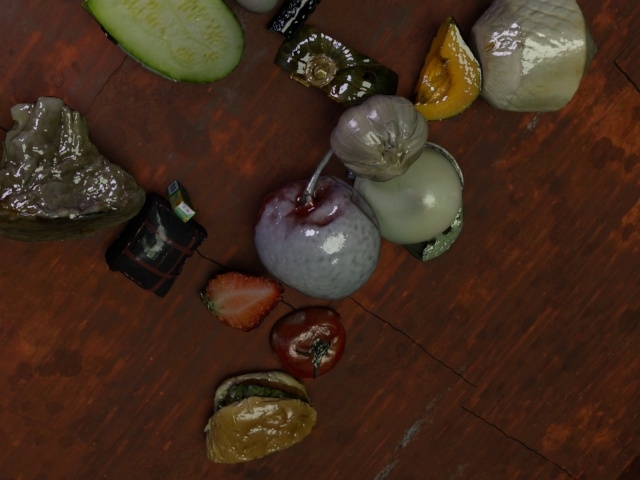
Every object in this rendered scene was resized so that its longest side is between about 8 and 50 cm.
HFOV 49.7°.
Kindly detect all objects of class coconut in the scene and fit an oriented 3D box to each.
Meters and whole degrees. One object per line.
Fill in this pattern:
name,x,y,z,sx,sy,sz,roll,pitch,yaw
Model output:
coconut,0.535,-0.461,1.707,0.329,0.329,0.329,-6,113,-15

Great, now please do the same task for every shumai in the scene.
shumai,-0.585,-0.151,1.539,0.346,0.217,0.283,-15,84,-23

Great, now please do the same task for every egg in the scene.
egg,0.207,-0.107,1.718,0.286,0.174,0.264,-7,104,19
egg,-0.151,-0.568,1.537,0.103,0.103,0.135,-45,119,3

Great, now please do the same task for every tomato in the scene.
tomato,-0.023,0.294,1.932,0.228,0.101,0.228,-7,112,-18

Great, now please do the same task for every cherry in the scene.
cherry,0.010,0.001,1.700,0.335,0.326,0.291,45,60,-22

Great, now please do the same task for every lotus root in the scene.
lotus root,0.302,-0.070,1.877,0.138,0.119,0.235,-1,110,-17

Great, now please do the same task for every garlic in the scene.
garlic,0.140,-0.227,1.575,0.228,0.152,0.228,-11,146,-8

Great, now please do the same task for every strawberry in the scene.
strawberry,-0.186,0.145,1.794,0.236,0.107,0.175,7,114,20

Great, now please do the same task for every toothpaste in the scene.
toothpaste,-0.331,-0.095,1.629,0.037,0.178,0.043,-45,116,4

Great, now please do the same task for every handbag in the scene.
handbag,-0.392,0.014,1.667,0.169,0.155,0.215,33,97,-35

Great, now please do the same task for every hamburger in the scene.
hamburger,-0.188,0.474,1.917,0.330,0.162,0.209,-20,117,-4

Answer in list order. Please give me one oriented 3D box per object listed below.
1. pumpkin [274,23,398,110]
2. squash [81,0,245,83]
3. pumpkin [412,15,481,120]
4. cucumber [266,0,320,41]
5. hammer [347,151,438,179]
pumpkin,0.054,-0.401,1.684,0.280,0.190,0.139,35,101,17
squash,-0.306,-0.457,1.478,0.233,0.210,0.309,-35,114,14
pumpkin,0.329,-0.417,1.716,0.149,0.130,0.254,21,115,0
cucumber,-0.013,-0.593,1.593,0.072,0.072,0.300,34,97,-26
hammer,0.216,-0.226,1.831,0.290,0.037,0.137,1,112,-17
